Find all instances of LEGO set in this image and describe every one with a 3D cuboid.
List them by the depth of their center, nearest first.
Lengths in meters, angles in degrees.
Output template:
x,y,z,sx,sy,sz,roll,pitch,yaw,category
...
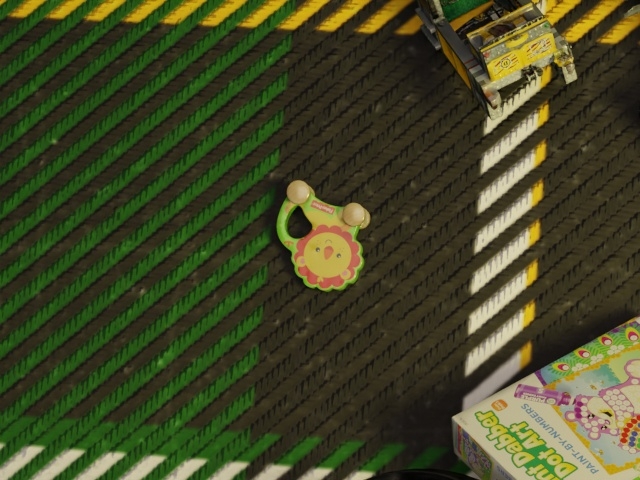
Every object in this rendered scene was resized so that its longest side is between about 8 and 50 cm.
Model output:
x,y,z,sx,sy,sz,roll,pitch,yaw,category
0.223,-0.271,1.899,0.331,0.255,0.192,-21,46,-10,LEGO set

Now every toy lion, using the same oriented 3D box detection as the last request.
x,y,z,sx,sy,sz,roll,pitch,yaw,category
0.000,0.000,1.977,0.100,0.034,0.096,23,87,13,toy lion

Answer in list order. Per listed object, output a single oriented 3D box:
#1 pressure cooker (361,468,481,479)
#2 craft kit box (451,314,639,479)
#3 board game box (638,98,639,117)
x,y,z,sx,sy,sz,roll,pitch,yaw,category
0.058,0.401,1.682,0.370,0.375,0.420,16,82,20,pressure cooker
0.289,0.191,1.779,0.247,0.061,0.250,-29,44,-20,craft kit box
0.447,-0.106,1.929,0.194,0.060,0.194,-33,73,-1,board game box
